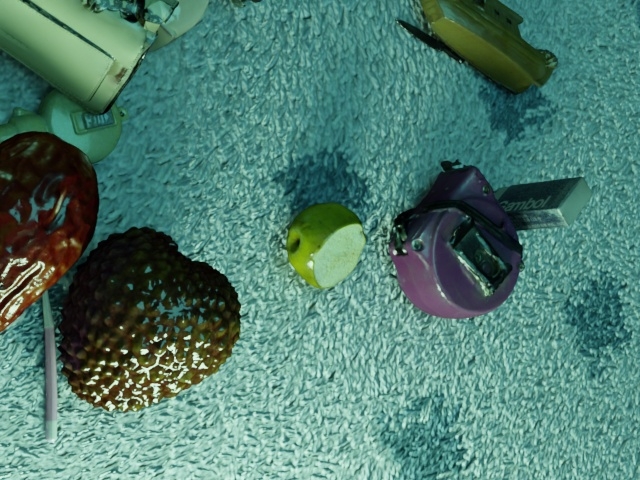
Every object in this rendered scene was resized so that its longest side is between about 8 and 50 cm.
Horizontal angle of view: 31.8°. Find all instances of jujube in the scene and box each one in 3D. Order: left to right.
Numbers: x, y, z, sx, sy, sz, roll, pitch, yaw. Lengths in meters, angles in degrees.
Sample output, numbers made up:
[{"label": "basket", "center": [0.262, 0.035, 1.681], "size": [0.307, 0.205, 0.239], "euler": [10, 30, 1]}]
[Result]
[{"label": "jujube", "center": [-0.416, -0.008, 1.524], "size": [0.197, 0.197, 0.290], "euler": [33, 84, -27]}]

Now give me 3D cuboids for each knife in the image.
[{"label": "knife", "center": [0.204, -0.367, 2.071], "size": [0.170, 0.010, 0.023], "euler": [25, 66, -27]}]

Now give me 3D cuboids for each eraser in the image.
[{"label": "eraser", "center": [0.388, -0.063, 2.043], "size": [0.092, 0.212, 0.046], "euler": [-48, 112, -26]}]

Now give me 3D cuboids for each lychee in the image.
[{"label": "lychee", "center": [-0.255, 0.124, 1.599], "size": [0.271, 0.271, 0.271], "euler": [3, 84, -33]}]

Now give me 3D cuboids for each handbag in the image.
[{"label": "handbag", "center": [-0.384, -0.354, 1.512], "size": [0.358, 0.236, 0.160], "euler": [34, 70, -13]}]

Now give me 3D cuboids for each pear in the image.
[{"label": "pear", "center": [0.000, 0.000, 1.847], "size": [0.141, 0.104, 0.141], "euler": [-26, 136, -29]}]

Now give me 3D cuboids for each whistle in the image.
[{"label": "whistle", "center": [-0.393, -0.161, 1.628], "size": [0.258, 0.067, 0.126], "euler": [-17, 94, -31]}]

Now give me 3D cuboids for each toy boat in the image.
[{"label": "toy boat", "center": [0.312, -0.393, 2.099], "size": [0.321, 0.089, 0.121], "euler": [29, 63, -28]}]

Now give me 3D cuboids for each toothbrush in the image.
[{"label": "toothbrush", "center": [-0.391, 0.147, 1.627], "size": [0.025, 0.020, 0.286], "euler": [1, 85, -40]}]

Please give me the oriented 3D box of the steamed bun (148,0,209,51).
[{"label": "steamed bun", "center": [-0.274, -0.414, 1.678], "size": [0.241, 0.146, 0.164], "euler": [40, 67, -23]}]

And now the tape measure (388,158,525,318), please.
[{"label": "tape measure", "center": [0.239, 0.014, 1.975], "size": [0.245, 0.149, 0.231], "euler": [49, 61, -20]}]

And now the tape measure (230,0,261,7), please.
[{"label": "tape measure", "center": [-0.142, -0.549, 1.779], "size": [0.275, 0.147, 0.256], "euler": [42, 64, -24]}]
